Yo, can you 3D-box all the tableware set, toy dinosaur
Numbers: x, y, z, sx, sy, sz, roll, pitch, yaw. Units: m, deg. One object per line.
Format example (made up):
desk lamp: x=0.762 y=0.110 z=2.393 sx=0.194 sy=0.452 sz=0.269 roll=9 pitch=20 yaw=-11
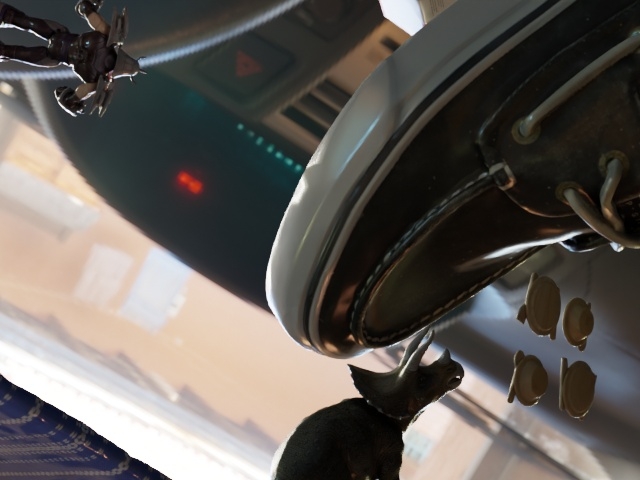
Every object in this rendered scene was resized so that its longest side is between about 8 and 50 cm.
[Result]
tableware set: x=0.259 y=0.118 z=1.200 sx=0.020 sy=0.141 sz=0.169 roll=-1 pitch=165 yaw=45
toy dinosaur: x=0.012 y=0.221 z=1.059 sx=0.121 sy=0.313 sz=0.160 roll=-3 pitch=115 yaw=54

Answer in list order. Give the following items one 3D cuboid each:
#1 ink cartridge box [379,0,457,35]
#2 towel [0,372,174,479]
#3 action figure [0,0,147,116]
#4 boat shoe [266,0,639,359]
ink cartridge box: x=0.193 y=-0.433 z=1.632 sx=0.100 sy=0.237 sz=0.172 roll=39 pitch=176 yaw=17
towel: x=-0.220 y=0.139 z=0.781 sx=0.243 sy=0.040 sz=0.336 roll=-13 pitch=137 yaw=47
action figure: x=-0.387 y=-0.288 z=1.612 sx=0.285 sy=0.185 sz=0.099 roll=16 pitch=180 yaw=5
boat shoe: x=0.116 y=-0.054 z=0.467 sx=0.121 sy=0.335 sz=0.119 roll=29 pitch=-160 yaw=-54
